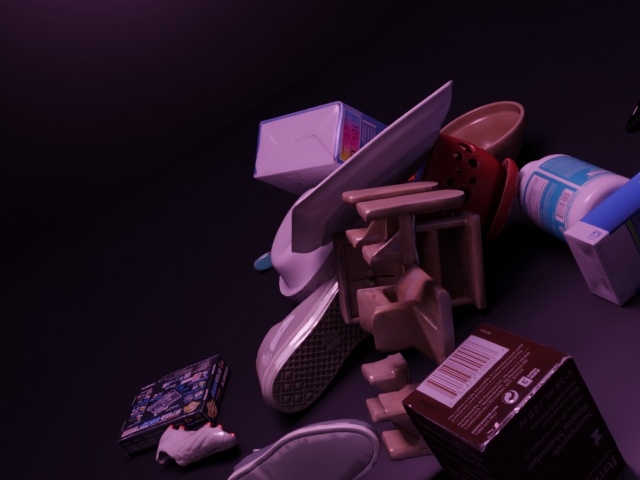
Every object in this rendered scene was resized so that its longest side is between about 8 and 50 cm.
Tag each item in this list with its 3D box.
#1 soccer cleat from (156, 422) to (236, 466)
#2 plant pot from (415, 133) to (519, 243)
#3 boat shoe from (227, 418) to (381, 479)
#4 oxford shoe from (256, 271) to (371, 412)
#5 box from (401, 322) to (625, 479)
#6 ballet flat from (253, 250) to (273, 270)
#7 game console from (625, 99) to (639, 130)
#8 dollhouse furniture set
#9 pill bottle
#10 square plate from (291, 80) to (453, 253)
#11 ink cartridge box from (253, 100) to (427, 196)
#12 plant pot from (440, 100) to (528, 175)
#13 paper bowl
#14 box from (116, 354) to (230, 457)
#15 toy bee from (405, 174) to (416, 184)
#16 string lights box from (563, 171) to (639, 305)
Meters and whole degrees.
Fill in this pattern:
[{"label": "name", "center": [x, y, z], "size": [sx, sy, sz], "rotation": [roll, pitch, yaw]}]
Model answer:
[{"label": "soccer cleat", "center": [-0.235, 0.392, 1.541], "size": [0.196, 0.068, 0.076], "rotation": [-12, 46, 40]}, {"label": "plant pot", "center": [0.275, -0.093, 1.560], "size": [0.174, 0.191, 0.191], "rotation": [17, 36, 1]}, {"label": "boat shoe", "center": [-0.024, 0.337, 1.286], "size": [0.319, 0.116, 0.099], "rotation": [-34, 8, 35]}, {"label": "oxford shoe", "center": [0.036, 0.135, 1.569], "size": [0.449, 0.169, 0.130], "rotation": [-46, 27, -15]}, {"label": "box", "center": [0.248, 0.247, 1.051], "size": [0.168, 0.203, 0.167], "rotation": [-42, 26, -17]}, {"label": "ballet flat", "center": [-0.117, 0.043, 2.076], "size": [0.114, 0.041, 0.041], "rotation": [-32, 24, 2]}, {"label": "game console", "center": [0.707, -0.271, 1.690], "size": [0.122, 0.071, 0.107], "rotation": [-51, 0, -36]}, {"label": "dollhouse furniture set", "center": [0.179, 0.082, 1.288], "size": [0.257, 0.362, 0.394], "rotation": [-8, 12, -6]}, {"label": "pill bottle", "center": [0.454, -0.071, 1.461], "size": [0.146, 0.146, 0.264], "rotation": [-34, 25, -3]}, {"label": "square plate", "center": [0.092, -0.108, 1.470], "size": [0.347, 0.049, 0.344], "rotation": [-39, -9, -10]}, {"label": "ink cartridge box", "center": [0.078, -0.170, 1.913], "size": [0.270, 0.395, 0.151], "rotation": [-5, 71, 44]}, {"label": "plant pot", "center": [0.371, -0.208, 1.858], "size": [0.237, 0.109, 0.237], "rotation": [-26, 26, 14]}, {"label": "paper bowl", "center": [0.000, 0.000, 1.749], "size": [0.284, 0.148, 0.284], "rotation": [-51, 19, 26]}, {"label": "box", "center": [-0.307, 0.347, 1.715], "size": [0.220, 0.051, 0.175], "rotation": [-24, 26, 19]}, {"label": "toy bee", "center": [0.188, -0.057, 1.739], "size": [0.195, 0.162, 0.298], "rotation": [-16, 30, 37]}, {"label": "string lights box", "center": [0.531, -0.030, 1.307], "size": [0.260, 0.133, 0.077], "rotation": [-37, 26, -10]}]
